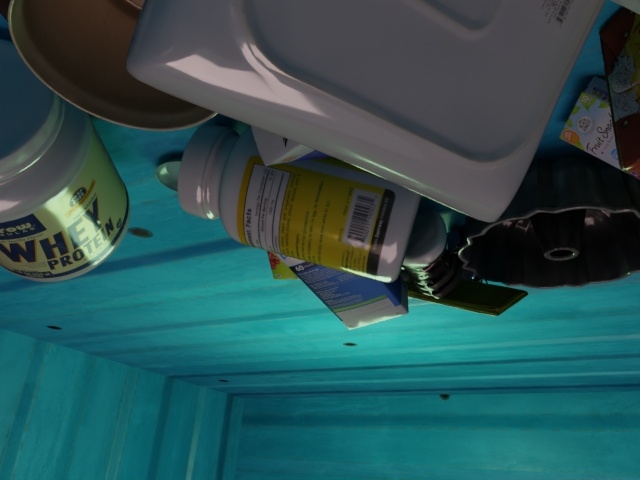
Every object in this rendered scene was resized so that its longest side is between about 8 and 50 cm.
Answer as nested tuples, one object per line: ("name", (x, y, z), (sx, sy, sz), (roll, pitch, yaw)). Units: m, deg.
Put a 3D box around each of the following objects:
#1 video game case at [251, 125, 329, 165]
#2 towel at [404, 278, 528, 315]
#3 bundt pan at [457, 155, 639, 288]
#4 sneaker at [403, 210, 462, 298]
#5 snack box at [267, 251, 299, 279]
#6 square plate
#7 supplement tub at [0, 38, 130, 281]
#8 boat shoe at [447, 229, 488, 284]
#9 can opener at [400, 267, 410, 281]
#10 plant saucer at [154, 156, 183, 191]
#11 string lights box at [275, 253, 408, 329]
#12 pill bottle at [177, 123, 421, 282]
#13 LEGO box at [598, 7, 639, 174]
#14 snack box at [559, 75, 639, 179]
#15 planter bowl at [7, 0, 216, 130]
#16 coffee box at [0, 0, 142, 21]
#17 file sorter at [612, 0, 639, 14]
("video game case", (0.099, -0.164, 0.631), (0.270, 0.061, 0.244), (-15, 176, -44))
("towel", (0.262, 0.094, 1.079), (0.102, 0.021, 0.237), (-25, -159, -34))
("bundt pan", (0.395, -0.032, 0.944), (0.331, 0.124, 0.330), (4, 156, 2))
("sneaker", (0.198, 0.034, 0.982), (0.147, 0.104, 0.296), (46, -179, -5))
("snack box", (0.000, 0.000, 1.097), (0.207, 0.070, 0.174), (-1, 137, 8))
("square plate", (0.090, -0.211, 0.399), (0.344, 0.347, 0.049), (18, -169, -27))
("supplement tub", (-0.425, -0.098, 0.811), (0.236, 0.235, 0.324), (5, 156, -1))
("boat shoe", (0.316, 0.066, 1.198), (0.089, 0.108, 0.258), (-4, 156, 12))
("can opener", (0.167, 0.056, 1.235), (0.281, 0.074, 0.093), (16, 153, -24))
("plant saucer", (-0.228, -0.115, 0.995), (0.120, 0.021, 0.119), (4, 156, 2))
("string lights box", (0.046, 0.054, 1.039), (0.134, 0.076, 0.259), (-20, 131, 26))
("pill bottle", (-0.026, -0.067, 0.834), (0.334, 0.187, 0.188), (15, 157, 10))
("LEGO box", (0.594, -0.176, 0.505), (0.501, 0.193, 0.372), (11, 155, -14))
("snack box", (0.394, -0.138, 0.730), (0.141, 0.037, 0.100), (35, 162, 19))
("planter bowl", (-0.142, -0.181, 0.449), (0.162, 0.109, 0.162), (5, 153, 2))
("coffee box", (-0.148, -0.248, 0.570), (0.298, 0.118, 0.168), (-1, 154, 13))
("file sorter", (0.260, -0.257, 0.260), (0.278, 0.192, 0.173), (-41, 134, 13))
